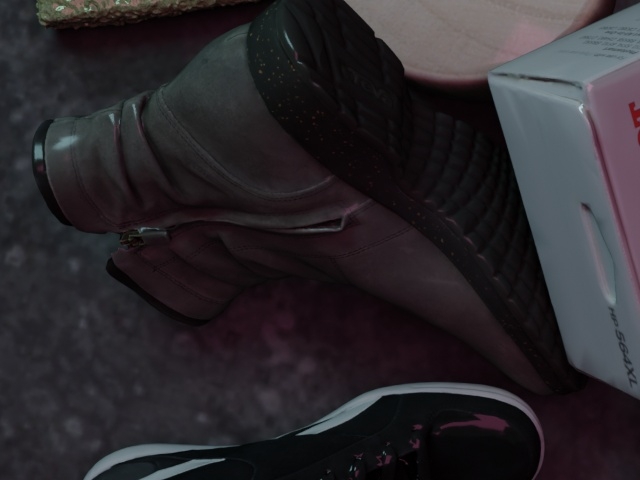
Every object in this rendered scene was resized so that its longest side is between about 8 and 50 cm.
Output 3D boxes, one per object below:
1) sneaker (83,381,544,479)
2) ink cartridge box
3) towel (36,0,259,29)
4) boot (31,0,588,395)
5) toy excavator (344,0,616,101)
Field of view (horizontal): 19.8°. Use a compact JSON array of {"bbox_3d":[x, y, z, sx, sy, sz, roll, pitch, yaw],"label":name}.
[{"bbox_3d":[-0.004,0.128,0.789,0.217,0.121,0.079,-12,107,4],"label":"sneaker"},{"bbox_3d":[0.189,-0.040,0.780,0.203,0.086,0.148,-24,109,-18],"label":"ink cartridge box"},{"bbox_3d":[-0.070,-0.159,0.874,0.148,0.027,0.110,-10,85,-1],"label":"towel"},{"bbox_3d":[0.000,0.000,0.825,0.161,0.083,0.246,-26,124,32],"label":"boot"},{"bbox_3d":[0.177,-0.318,0.822,0.445,0.222,0.433,-17,85,13],"label":"toy excavator"}]
